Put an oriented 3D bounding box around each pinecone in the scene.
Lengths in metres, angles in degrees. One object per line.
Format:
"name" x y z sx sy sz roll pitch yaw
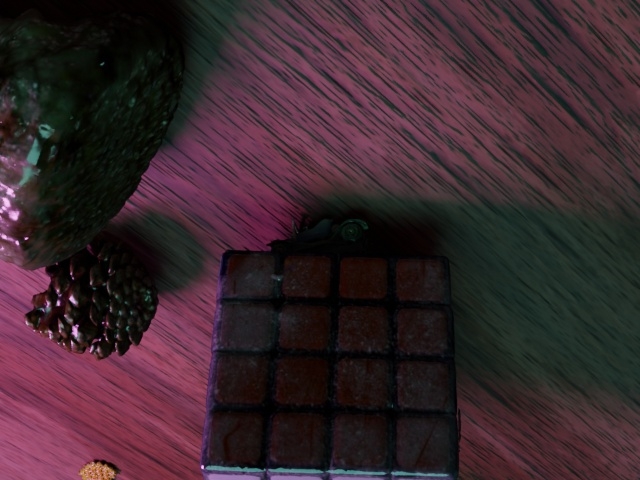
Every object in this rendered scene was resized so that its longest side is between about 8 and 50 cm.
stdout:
"pinecone" -0.361 0.090 1.485 0.205 0.184 0.179 12 160 29

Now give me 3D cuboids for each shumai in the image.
"shumai" -0.390 -0.179 1.205 0.348 0.395 0.395 34 129 8

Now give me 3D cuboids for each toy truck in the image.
"toy truck" -0.001 0.000 1.430 0.154 0.078 0.080 -15 149 4

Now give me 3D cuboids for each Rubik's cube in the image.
"Rubik's cube" 0.017 0.240 1.395 0.344 0.344 0.337 4 147 3

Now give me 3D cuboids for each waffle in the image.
"waffle" -0.450 0.476 1.917 0.078 0.016 0.085 27 127 -15
